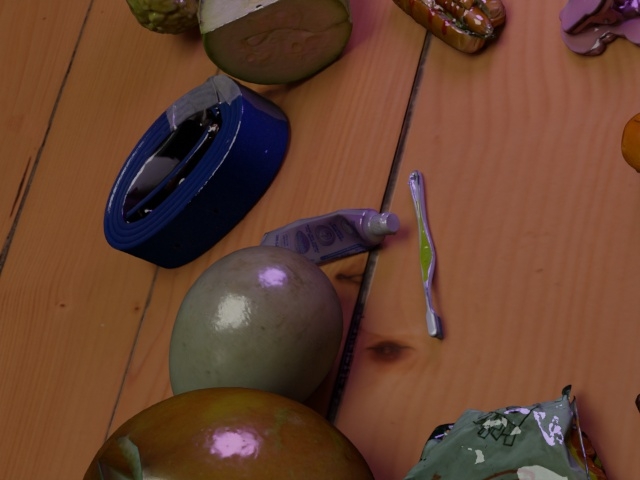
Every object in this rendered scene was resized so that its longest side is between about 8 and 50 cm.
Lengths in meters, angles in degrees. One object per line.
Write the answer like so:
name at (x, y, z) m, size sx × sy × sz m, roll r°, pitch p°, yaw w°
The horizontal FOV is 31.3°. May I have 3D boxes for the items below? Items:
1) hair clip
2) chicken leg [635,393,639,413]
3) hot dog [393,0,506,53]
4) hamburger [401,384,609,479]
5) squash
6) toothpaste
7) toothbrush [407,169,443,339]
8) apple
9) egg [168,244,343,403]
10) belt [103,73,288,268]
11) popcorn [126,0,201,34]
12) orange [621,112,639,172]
hair clip at (0.375, -0.290, 1.442) m, size 0.138 × 0.102 × 0.123 m, roll 129°, pitch 152°, yaw -64°
chicken leg at (0.387, 0.069, 1.210) m, size 0.113 × 0.093 × 0.304 m, roll 3°, pitch 80°, yaw 64°
hot dog at (0.176, -0.350, 1.638) m, size 0.104 × 0.076 × 0.250 m, roll -50°, pitch 41°, yaw 12°
hamburger at (0.183, 0.288, 1.241) m, size 0.276 × 0.150 × 0.260 m, roll -24°, pitch 53°, yaw 35°
squash at (-0.073, -0.429, 1.830) m, size 0.234 × 0.210 × 0.309 m, roll -21°, pitch 59°, yaw 20°
toothpaste at (0.000, 0.000, 1.650) m, size 0.301 × 0.048 × 0.075 m, roll -13°, pitch 88°, yaw 48°
toothbrush at (0.138, 0.013, 1.520) m, size 0.022 × 0.026 × 0.263 m, roll -23°, pitch 54°, yaw 28°
apple at (-0.110, 0.364, 1.342) m, size 0.374 × 0.374 × 0.384 m, roll -15°, pitch 64°, yaw 39°
egg at (-0.097, 0.141, 1.548) m, size 0.295 × 0.218 × 0.218 m, roll -55°, pitch 40°, yaw 28°
belt at (-0.207, -0.108, 1.862) m, size 0.347 × 0.117 × 0.212 m, roll -45°, pitch 45°, yaw 20°
popcorn at (-0.279, -0.475, 2.062) m, size 0.184 × 0.204 × 0.221 m, roll -23°, pitch 49°, yaw 11°
orange at (0.383, -0.110, 1.300) m, size 0.083 × 0.083 × 0.083 m, roll -22°, pitch 55°, yaw 36°
